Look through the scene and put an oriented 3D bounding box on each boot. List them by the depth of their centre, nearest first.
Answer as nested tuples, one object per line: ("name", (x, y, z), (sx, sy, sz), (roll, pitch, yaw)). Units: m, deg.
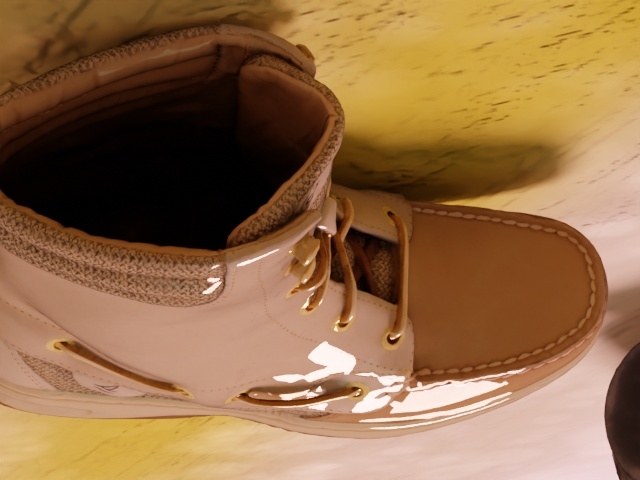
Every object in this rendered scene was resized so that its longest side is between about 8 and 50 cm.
("boot", (0.000, 0.000, 0.700), (0.262, 0.095, 0.203), (1, 159, -10))

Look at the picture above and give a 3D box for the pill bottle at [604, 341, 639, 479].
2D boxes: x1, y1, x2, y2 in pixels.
("pill bottle", (0.229, 0.114, 1.059), (0.123, 0.123, 0.219), (-14, 158, 21))
